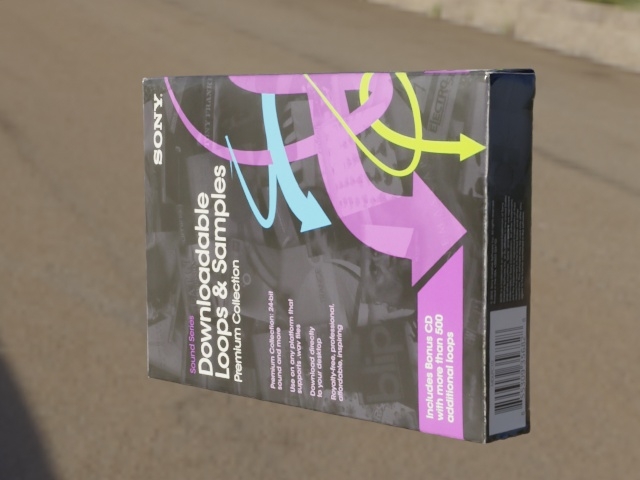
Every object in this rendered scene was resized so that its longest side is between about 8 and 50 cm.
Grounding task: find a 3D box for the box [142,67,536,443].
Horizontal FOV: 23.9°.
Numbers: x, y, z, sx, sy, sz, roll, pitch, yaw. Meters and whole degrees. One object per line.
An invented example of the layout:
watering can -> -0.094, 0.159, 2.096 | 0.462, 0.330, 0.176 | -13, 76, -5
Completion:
box -> 0.000, 0.000, 0.519 | 0.162, 0.116, 0.029 | 5, 7, 44
